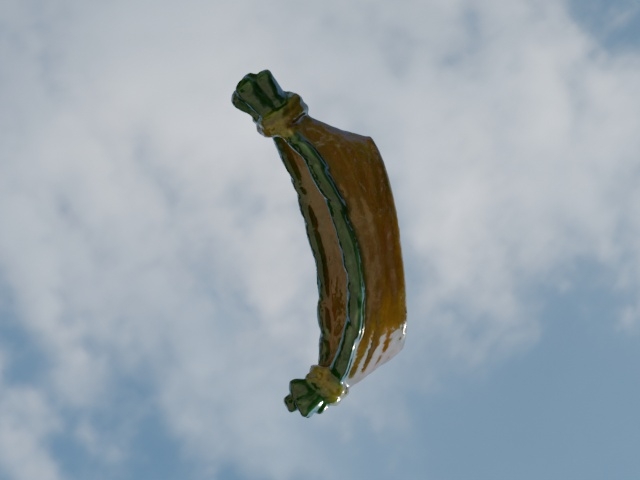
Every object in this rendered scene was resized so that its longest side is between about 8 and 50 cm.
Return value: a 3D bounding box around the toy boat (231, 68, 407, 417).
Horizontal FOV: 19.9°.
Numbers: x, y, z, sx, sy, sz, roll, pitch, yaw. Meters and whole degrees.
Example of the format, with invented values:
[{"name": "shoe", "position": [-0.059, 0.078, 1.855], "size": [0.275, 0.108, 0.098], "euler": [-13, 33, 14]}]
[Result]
[{"name": "toy boat", "position": [0.000, 0.000, 1.173], "size": [0.088, 0.089, 0.229], "euler": [-12, -80, -17]}]
